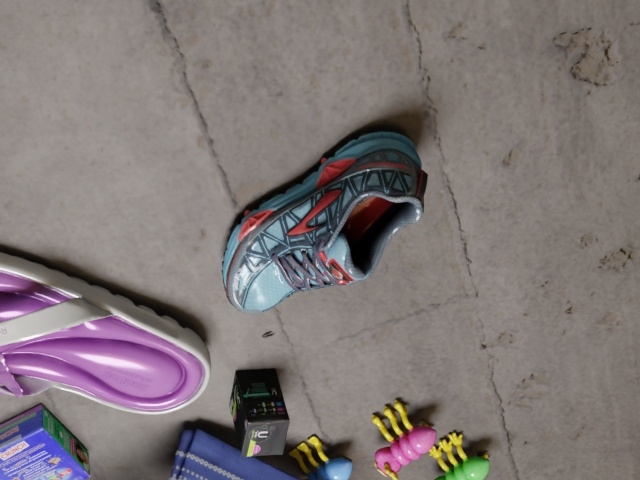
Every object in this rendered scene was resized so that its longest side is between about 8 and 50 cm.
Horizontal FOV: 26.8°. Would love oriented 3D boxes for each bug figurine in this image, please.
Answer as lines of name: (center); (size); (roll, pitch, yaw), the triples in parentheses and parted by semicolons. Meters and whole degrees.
bug figurine: (0.098, 0.318, 1.735); (0.216, 0.072, 0.279); (-40, 130, 18)

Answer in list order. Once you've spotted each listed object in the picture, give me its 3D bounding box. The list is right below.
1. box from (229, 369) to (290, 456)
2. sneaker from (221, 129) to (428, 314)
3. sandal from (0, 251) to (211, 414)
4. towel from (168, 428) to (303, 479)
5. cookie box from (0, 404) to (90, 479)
box: (-0.072, 0.201, 1.569); (0.052, 0.083, 0.062); (-2, 131, -16)
sneaker: (0.000, 0.000, 1.385); (0.262, 0.125, 0.104); (-42, 129, 19)
sandal: (-0.299, 0.111, 1.403); (0.416, 0.102, 0.169); (13, 123, -25)
towel: (-0.098, 0.402, 1.546); (0.243, 0.336, 0.040); (28, 141, -16)
cookie box: (-0.333, 0.251, 1.560); (0.091, 0.040, 0.107); (-26, 133, 6)
